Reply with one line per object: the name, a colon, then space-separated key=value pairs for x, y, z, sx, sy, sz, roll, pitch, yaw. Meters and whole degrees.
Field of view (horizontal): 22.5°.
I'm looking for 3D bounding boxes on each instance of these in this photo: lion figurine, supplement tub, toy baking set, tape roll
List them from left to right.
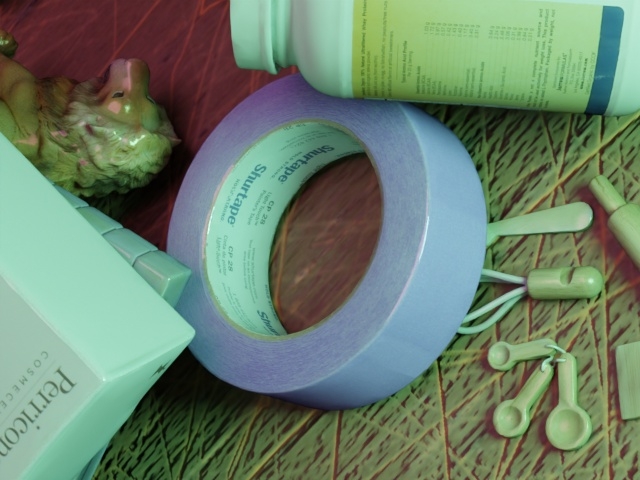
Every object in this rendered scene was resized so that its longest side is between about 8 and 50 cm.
lion figurine: x=-0.343 y=-0.098 z=1.492 sx=0.240 sy=0.392 sz=0.142 roll=-130 pitch=33 yaw=-48
tape roll: x=0.000 y=0.000 z=1.341 sx=0.275 sy=0.090 sz=0.274 roll=-12 pitch=69 yaw=35
supplement tub: x=0.099 y=-0.216 z=1.221 sx=0.316 sy=0.228 sz=0.228 roll=5 pitch=74 yaw=4
toy baking set: x=0.186 y=0.046 z=1.260 sx=0.197 sy=0.030 sz=0.256 roll=-37 pitch=58 yaw=17

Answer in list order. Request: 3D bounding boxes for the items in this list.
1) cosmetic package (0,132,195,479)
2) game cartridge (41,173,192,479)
cosmetic package: x=-0.350 y=0.010 z=1.296 sx=0.453 sy=0.161 sz=0.230 roll=44 pitch=111 yaw=9
game cartridge: x=-0.280 y=0.118 z=1.403 sx=0.230 sy=0.068 sz=0.355 roll=33 pitch=109 yaw=17
